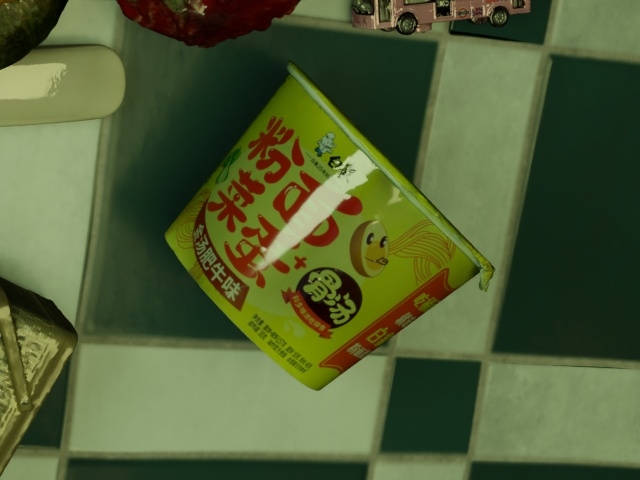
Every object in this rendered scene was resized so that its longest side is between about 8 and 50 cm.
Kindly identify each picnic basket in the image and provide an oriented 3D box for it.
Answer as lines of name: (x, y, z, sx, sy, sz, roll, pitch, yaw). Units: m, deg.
picnic basket: (-0.373, 0.149, 1.733, 0.139, 0.165, 0.266, 29, 91, -24)

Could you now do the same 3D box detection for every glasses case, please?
glasses case: (-0.295, -0.155, 1.745, 0.204, 0.051, 0.081, -4, 104, -21)

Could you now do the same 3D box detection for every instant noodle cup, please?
instant noodle cup: (0.000, 0.000, 1.789, 0.221, 0.311, 0.311, -45, 116, 5)

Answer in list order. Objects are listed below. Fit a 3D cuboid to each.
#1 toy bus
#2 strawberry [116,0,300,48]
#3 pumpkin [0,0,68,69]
toy bus: (0.130, -0.271, 1.885, 0.203, 0.063, 0.090, -10, 104, -22)
strawberry: (-0.090, -0.336, 1.702, 0.220, 0.274, 0.274, -38, 122, -51)
pumpkin: (-0.348, -0.270, 1.635, 0.238, 0.159, 0.238, -5, 99, -37)
